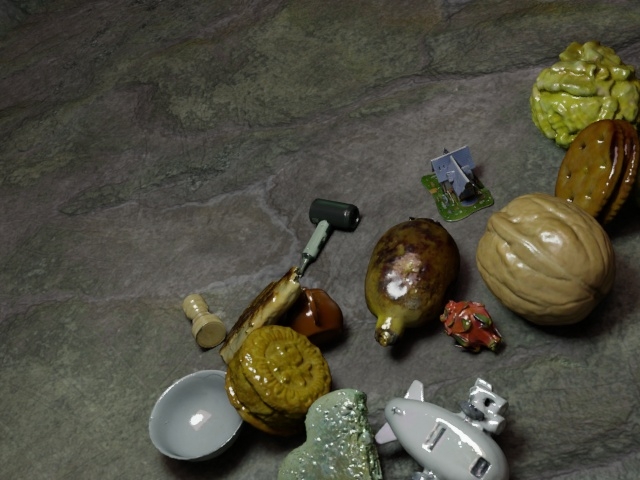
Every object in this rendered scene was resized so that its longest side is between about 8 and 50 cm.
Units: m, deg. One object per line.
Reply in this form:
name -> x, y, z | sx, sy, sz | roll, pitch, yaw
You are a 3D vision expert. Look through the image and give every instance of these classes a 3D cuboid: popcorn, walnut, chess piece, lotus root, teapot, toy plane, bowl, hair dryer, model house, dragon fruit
popcorn -> 0.551, -0.299, 1.992 | 0.259, 0.212, 0.259 | -10, 51, 12
walnut -> 0.396, 0.031, 1.720 | 0.225, 0.225, 0.261 | -33, 45, -12
chess piece -> -0.242, 0.159, 1.963 | 0.066, 0.066, 0.122 | -32, 39, -10
lotus root -> 0.170, 0.066, 1.820 | 0.169, 0.141, 0.314 | 4, 49, 22
teapot -> -0.017, 0.135, 1.835 | 0.116, 0.173, 0.116 | 0, 69, 1
toy plane -> 0.198, 0.328, 1.565 | 0.252, 0.118, 0.252 | -16, 55, 24
bowl -> -0.206, 0.333, 1.751 | 0.188, 0.086, 0.189 | -12, 45, 12
hair dryer -> 0.000, 0.000, 2.038 | 0.100, 0.057, 0.198 | 12, 61, 32
model house -> 0.276, -0.132, 2.017 | 0.117, 0.088, 0.167 | -21, 42, 1
dragon fruit -> 0.273, 0.154, 1.737 | 0.116, 0.086, 0.081 | 24, 21, 30

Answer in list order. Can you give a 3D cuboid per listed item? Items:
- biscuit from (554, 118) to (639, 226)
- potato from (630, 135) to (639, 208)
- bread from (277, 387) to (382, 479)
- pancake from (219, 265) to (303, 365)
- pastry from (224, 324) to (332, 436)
biscuit -> 0.520, -0.127, 1.829 | 0.066, 0.220, 0.221 | 14, 43, -13
potato -> 0.657, -0.161, 1.830 | 0.143, 0.169, 0.248 | 28, 70, 4
bread -> 0.023, 0.360, 1.594 | 0.172, 0.064, 0.232 | 31, 90, 27
pancake -> -0.099, 0.129, 1.876 | 0.266, 0.057, 0.244 | -47, 5, 21
pastry -> -0.072, 0.246, 1.706 | 0.103, 0.188, 0.189 | -50, 26, 38
